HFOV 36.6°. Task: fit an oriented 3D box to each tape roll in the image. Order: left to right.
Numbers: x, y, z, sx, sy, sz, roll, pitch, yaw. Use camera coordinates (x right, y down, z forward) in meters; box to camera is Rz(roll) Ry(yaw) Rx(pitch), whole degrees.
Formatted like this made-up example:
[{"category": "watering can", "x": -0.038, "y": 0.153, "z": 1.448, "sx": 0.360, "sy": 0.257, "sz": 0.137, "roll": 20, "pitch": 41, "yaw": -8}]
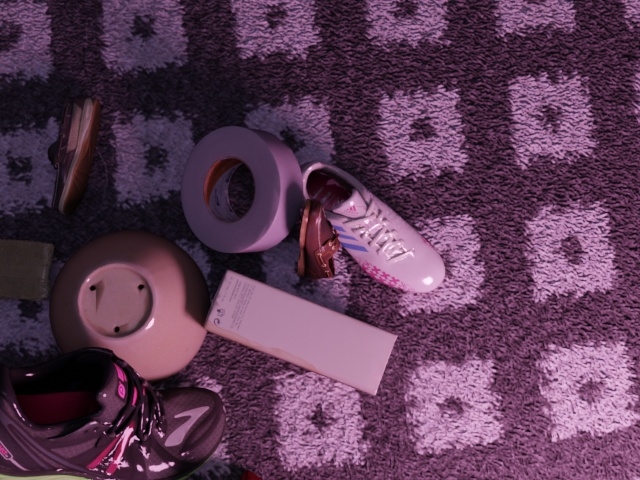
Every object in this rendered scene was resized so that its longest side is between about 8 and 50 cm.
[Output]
[{"category": "tape roll", "x": -0.139, "y": -0.087, "z": 1.693, "sx": 0.219, "sy": 0.072, "sz": 0.219, "roll": 0, "pitch": 89, "yaw": 32}]

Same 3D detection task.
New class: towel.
[{"category": "towel", "x": -0.527, "y": 0.052, "z": 1.699, "sx": 0.148, "sy": 0.027, "sz": 0.110, "roll": 0, "pitch": 82, "yaw": 30}]

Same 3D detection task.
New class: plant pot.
[{"category": "plant pot", "x": -0.335, "y": 0.112, "z": 1.651, "sx": 0.284, "sy": 0.191, "sz": 0.284, "roll": 0, "pitch": 82, "yaw": -3}]

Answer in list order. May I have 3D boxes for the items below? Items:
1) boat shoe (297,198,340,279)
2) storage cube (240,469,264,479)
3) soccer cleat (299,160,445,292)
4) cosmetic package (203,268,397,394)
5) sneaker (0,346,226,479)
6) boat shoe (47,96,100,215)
[{"category": "boat shoe", "x": 0.000, "y": 0.000, "z": 1.685, "sx": 0.073, "sy": 0.207, "sz": 0.073, "roll": 12, "pitch": 60, "yaw": 6}, {"category": "storage cube", "x": -0.097, "y": 0.515, "z": 1.605, "sx": 0.215, "sy": 0.193, "sz": 0.184, "roll": 33, "pitch": 81, "yaw": 1}, {"category": "soccer cleat", "x": 0.083, "y": -0.021, "z": 1.717, "sx": 0.331, "sy": 0.143, "sz": 0.116, "roll": 37, "pitch": 81, "yaw": 2}, {"category": "cosmetic package", "x": -0.036, "y": 0.160, "z": 1.678, "sx": 0.309, "sy": 0.160, "sz": 0.113, "roll": 22, "pitch": 82, "yaw": 1}, {"category": "sneaker", "x": -0.331, "y": 0.280, "z": 1.528, "sx": 0.202, "sy": 0.482, "sz": 0.185, "roll": -53, "pitch": 51, "yaw": 28}, {"category": "boat shoe", "x": -0.453, "y": -0.154, "z": 1.742, "sx": 0.073, "sy": 0.080, "sz": 0.224, "roll": 10, "pitch": 76, "yaw": 4}]
